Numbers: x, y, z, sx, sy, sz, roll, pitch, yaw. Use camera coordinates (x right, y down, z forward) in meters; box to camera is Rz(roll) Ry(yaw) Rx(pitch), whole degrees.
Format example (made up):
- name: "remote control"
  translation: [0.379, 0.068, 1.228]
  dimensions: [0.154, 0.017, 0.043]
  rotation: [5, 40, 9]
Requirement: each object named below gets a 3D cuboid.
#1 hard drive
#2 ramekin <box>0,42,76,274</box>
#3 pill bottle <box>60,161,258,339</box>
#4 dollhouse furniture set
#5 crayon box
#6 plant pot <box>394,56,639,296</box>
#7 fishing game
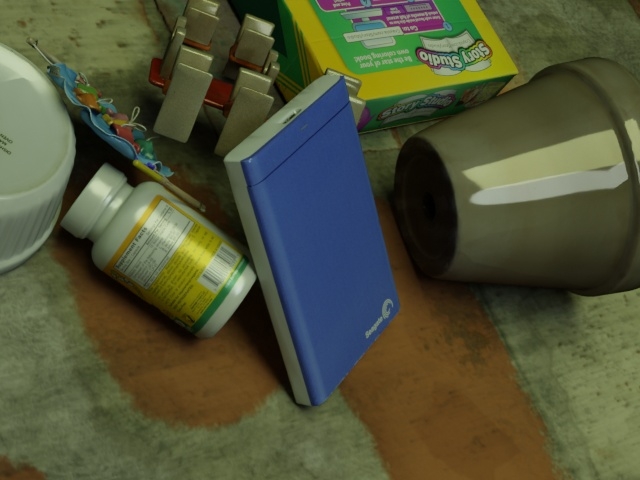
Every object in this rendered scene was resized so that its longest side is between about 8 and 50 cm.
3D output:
- name: "hard drive"
  translation: [0.000, 0.000, 1.419]
  dimensions: [0.210, 0.040, 0.319]
  rotation: [-46, 130, -44]
- name: "ramekin"
  translation: [-0.384, -0.101, 1.303]
  dimensions: [0.273, 0.127, 0.273]
  rotation: [20, 49, -25]
- name: "pill bottle"
  translation: [-0.179, 0.008, 1.376]
  dimensions: [0.208, 0.117, 0.117]
  rotation: [36, 47, -8]
- name: "dollhouse furniture set"
  translation: [-0.087, -0.167, 1.520]
  dimensions: [0.259, 0.135, 0.262]
  rotation: [19, 26, -12]
- name: "crayon box"
  translation: [0.068, -0.318, 1.778]
  dimensions: [0.363, 0.106, 0.313]
  rotation: [-15, 70, -39]
- name: "plant pot"
  translation: [0.260, -0.068, 1.627]
  dimensions: [0.280, 0.323, 0.323]
  rotation: [-9, 65, -20]
- name: "fishing game"
  translation: [-0.231, -0.142, 1.386]
  dimensions: [0.264, 0.041, 0.189]
  rotation: [46, 5, 38]
